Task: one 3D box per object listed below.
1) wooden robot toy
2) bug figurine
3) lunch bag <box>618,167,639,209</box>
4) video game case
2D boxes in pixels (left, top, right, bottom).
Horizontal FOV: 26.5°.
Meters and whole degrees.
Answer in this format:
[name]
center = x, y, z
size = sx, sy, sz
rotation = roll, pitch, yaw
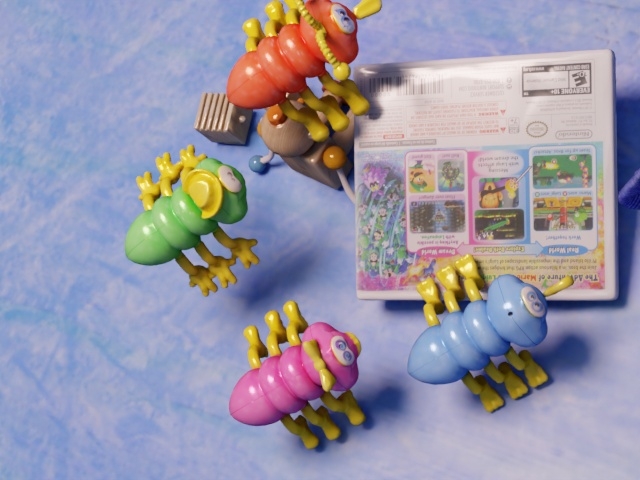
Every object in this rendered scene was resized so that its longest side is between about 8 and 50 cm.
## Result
[wooden robot toy]
center = -0.015, -0.077, 0.870
size = 0.173, 0.079, 0.076
rotation = 24, 85, 31
[bug figurine]
center = 0.000, 0.000, 0.787
size = 0.216, 0.072, 0.279
rotation = -37, 82, 21
[lunch bag]
center = 0.372, -0.099, 0.579
size = 0.385, 0.239, 0.328
rotation = 22, 80, 3
[video game case]
center = 0.095, -0.036, 0.802
size = 0.157, 0.019, 0.143
rotation = -1, 90, 21
